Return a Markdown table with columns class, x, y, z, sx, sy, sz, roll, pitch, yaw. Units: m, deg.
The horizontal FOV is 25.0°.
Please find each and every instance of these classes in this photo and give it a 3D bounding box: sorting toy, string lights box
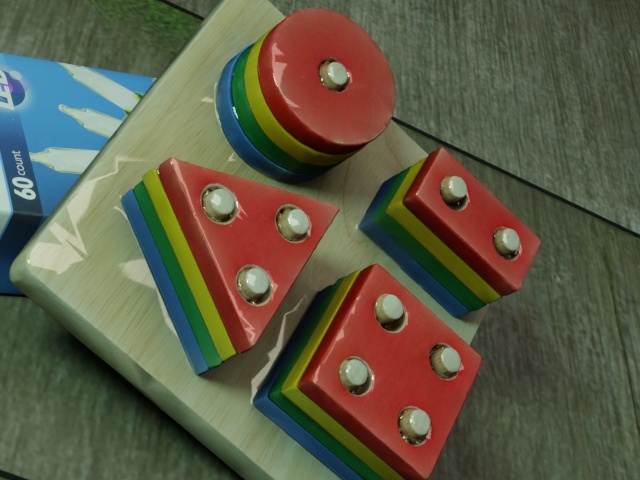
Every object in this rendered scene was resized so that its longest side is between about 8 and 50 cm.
| class | x | y | z | sx | sy | sz | roll | pitch | yaw |
| --- | --- | --- | --- | --- | --- | --- | --- | --- | --- |
| sorting toy | 0.000 | 0.000 | 0.840 | 0.255 | 0.089 | 0.257 | 42 | 53 | -14 |
| string lights box | -0.132 | -0.035 | 0.891 | 0.259 | 0.077 | 0.133 | 6 | 48 | -35 |
